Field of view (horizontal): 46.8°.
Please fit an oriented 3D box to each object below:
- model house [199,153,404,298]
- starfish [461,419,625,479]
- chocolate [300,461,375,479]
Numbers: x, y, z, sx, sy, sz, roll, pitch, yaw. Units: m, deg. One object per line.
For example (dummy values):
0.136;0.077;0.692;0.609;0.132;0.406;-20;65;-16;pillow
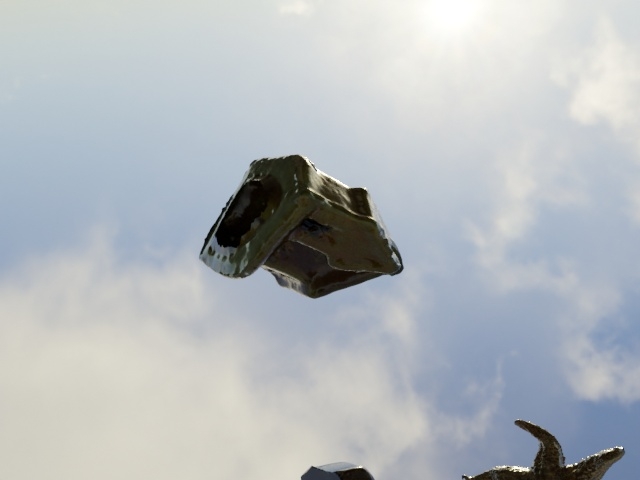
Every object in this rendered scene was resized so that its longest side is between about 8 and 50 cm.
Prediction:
0.002;0.006;0.959;0.239;0.173;0.268;24;178;-25;model house
0.334;0.375;1.112;0.277;0.062;0.235;-22;-144;36;starfish
0.042;0.395;1.163;0.080;0.125;0.149;-8;-148;-32;chocolate
